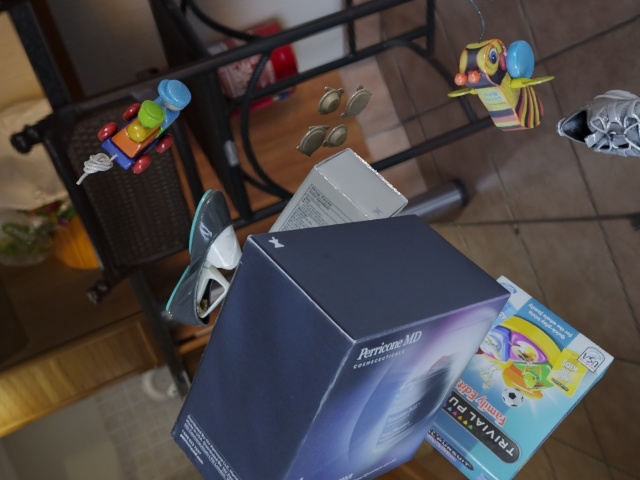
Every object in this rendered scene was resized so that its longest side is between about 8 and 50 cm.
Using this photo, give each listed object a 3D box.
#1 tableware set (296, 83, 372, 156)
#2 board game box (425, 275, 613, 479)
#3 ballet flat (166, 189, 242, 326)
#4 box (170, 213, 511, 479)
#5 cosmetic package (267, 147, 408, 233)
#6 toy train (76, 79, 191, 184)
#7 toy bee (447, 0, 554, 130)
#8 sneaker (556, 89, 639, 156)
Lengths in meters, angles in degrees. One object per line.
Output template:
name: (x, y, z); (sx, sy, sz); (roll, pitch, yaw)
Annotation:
tableware set: (0.026, -0.232, 1.421); (0.020, 0.141, 0.169); (45, 121, 27)
board game box: (0.320, 0.250, 1.324); (0.253, 0.336, 0.079); (39, 150, 25)
ballet flat: (-0.195, 0.041, 1.325); (0.096, 0.095, 0.281); (28, 121, 10)
box: (0.024, 0.145, 0.862); (0.182, 0.296, 0.294); (41, 122, 32)
cosmetic package: (0.000, 0.000, 1.308); (0.153, 0.129, 0.296); (44, 127, 7)
toy train: (-0.334, -0.195, 1.332); (0.105, 0.248, 0.143); (44, 128, -10)
toy bee: (0.295, -0.297, 1.316); (0.298, 0.162, 0.195); (45, 149, -12)
sneaker: (0.444, -0.152, 1.058); (0.281, 0.115, 0.105); (-126, 16, -76)
